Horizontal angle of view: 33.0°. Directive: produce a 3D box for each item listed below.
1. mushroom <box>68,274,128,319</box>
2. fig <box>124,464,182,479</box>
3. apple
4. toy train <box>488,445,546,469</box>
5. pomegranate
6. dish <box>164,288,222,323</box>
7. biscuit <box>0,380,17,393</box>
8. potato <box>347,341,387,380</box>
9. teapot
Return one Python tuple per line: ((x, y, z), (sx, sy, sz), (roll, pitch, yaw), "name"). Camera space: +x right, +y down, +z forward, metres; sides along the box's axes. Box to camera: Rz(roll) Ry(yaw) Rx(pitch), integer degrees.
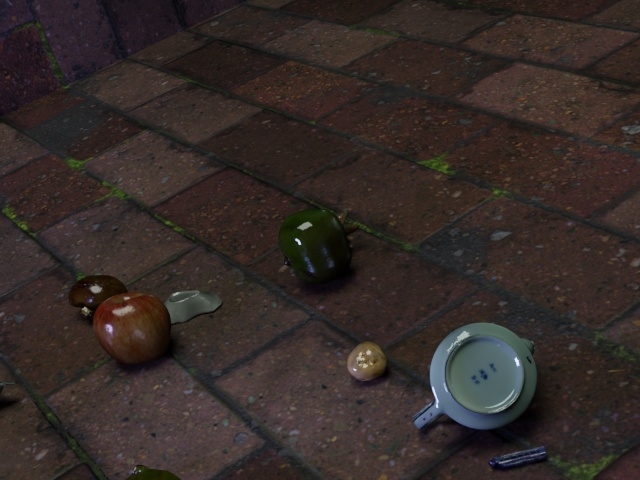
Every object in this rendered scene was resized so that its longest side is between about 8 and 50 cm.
((-0.472, 0.118, 2.298), (0.127, 0.087, 0.127), (-1, 11, 0), "mushroom")
((-0.243, 0.400, 1.623), (0.151, 0.151, 0.259), (-16, 10, 3), "fig")
((-0.357, 0.168, 2.076), (0.146, 0.131, 0.146), (-13, 14, 3), "apple")
((0.284, 0.315, 1.554), (0.083, 0.017, 0.017), (-15, 35, 6), "toy train")
((0.000, 0.000, 2.149), (0.131, 0.152, 0.191), (-14, 17, 27), "pomegranate")
((-0.269, 0.124, 2.193), (0.137, 0.039, 0.091), (-12, 28, 14), "dish")
((-0.732, 0.353, 2.014), (0.186, 0.079, 0.309), (-2, 35, 35), "biscuit")
((0.079, 0.204, 1.837), (0.068, 0.062, 0.083), (-2, 7, -1), "potato")
((0.241, 0.216, 1.648), (0.232, 0.159, 0.159), (-33, 30, -6), "teapot")
